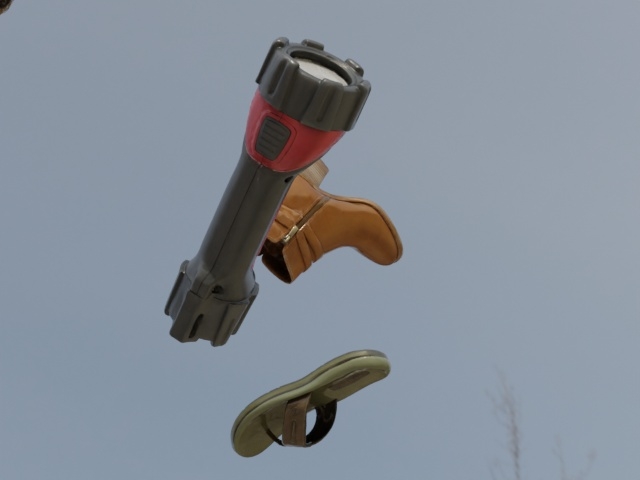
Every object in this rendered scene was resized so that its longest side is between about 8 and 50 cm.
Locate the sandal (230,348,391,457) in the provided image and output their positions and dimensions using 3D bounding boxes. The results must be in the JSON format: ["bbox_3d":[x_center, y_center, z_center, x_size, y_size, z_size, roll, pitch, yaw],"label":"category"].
[{"bbox_3d":[-0.019,0.262,1.804,0.302,0.086,0.120,-33,-28,27],"label":"sandal"}]

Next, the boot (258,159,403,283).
[{"bbox_3d":[0.000,0.000,1.418,0.197,0.152,0.073,41,-42,-11],"label":"boot"}]

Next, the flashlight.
[{"bbox_3d":[-0.056,-0.042,1.141,0.103,0.103,0.304,12,-59,-25],"label":"flashlight"}]

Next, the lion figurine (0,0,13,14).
[{"bbox_3d":[-0.361,-0.215,0.812,0.240,0.142,0.392,5,-6,27],"label":"lion figurine"}]
